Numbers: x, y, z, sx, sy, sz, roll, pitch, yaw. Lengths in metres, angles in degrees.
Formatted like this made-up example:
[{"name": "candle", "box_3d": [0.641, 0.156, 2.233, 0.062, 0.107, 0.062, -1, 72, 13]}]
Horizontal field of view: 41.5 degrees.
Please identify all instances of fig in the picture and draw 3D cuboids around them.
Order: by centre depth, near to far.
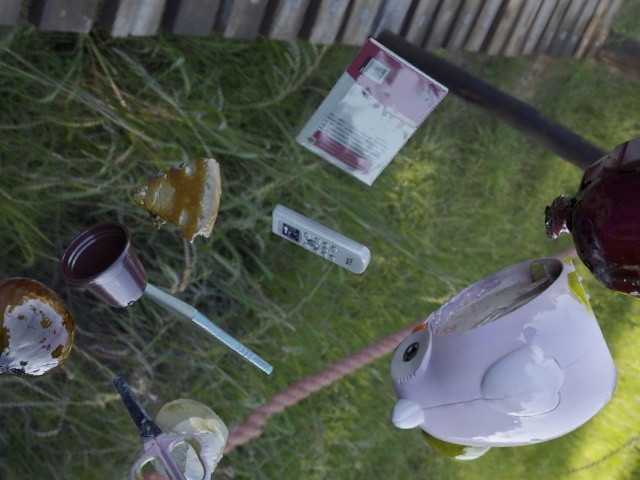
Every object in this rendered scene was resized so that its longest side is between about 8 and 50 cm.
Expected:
[{"name": "fig", "box_3d": [-0.644, 0.193, 1.797, 0.235, 0.235, 0.214, 46, 38, -59]}]

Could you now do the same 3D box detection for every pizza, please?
[{"name": "pizza", "box_3d": [-0.262, -0.073, 1.554, 0.069, 0.194, 0.154, 8, 86, -57]}]

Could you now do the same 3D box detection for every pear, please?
[{"name": "pear", "box_3d": [0.302, 0.396, 1.808, 0.149, 0.162, 0.148, 17, 68, -49]}]

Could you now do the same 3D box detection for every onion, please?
[{"name": "onion", "box_3d": [0.289, -0.034, 0.793, 0.173, 0.198, 0.135, -47, 130, -32]}]

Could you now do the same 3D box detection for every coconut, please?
[{"name": "coconut", "box_3d": [-0.309, 0.452, 1.925, 0.194, 0.194, 0.194, -35, 144, -30]}]

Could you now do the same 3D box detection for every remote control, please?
[{"name": "remote control", "box_3d": [0.000, 0.000, 1.510, 0.029, 0.190, 0.087, -61, 174, -21]}]

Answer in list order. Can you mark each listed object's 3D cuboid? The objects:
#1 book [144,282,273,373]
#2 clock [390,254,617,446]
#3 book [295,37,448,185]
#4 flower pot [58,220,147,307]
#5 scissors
[{"name": "book", "box_3d": [-0.299, 0.213, 2.129, 0.031, 0.264, 0.379, -57, 142, -12]}, {"name": "clock", "box_3d": [0.315, 0.218, 1.481, 0.377, 0.250, 0.368, -26, -171, 15]}, {"name": "book", "box_3d": [0.085, -0.213, 1.444, 0.232, 0.162, 0.022, -50, -163, 33]}, {"name": "flower pot", "box_3d": [-0.296, 0.041, 1.193, 0.111, 0.111, 0.089, -46, 136, -16]}, {"name": "scissors", "box_3d": [-0.319, 0.383, 1.626, 0.160, 0.317, 0.024, -27, 150, -22]}]
